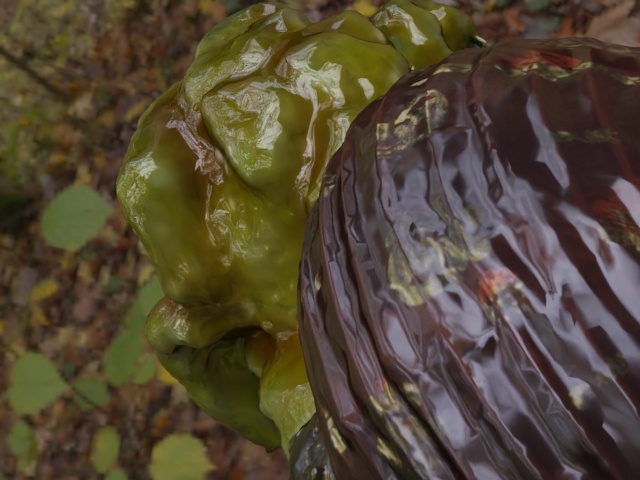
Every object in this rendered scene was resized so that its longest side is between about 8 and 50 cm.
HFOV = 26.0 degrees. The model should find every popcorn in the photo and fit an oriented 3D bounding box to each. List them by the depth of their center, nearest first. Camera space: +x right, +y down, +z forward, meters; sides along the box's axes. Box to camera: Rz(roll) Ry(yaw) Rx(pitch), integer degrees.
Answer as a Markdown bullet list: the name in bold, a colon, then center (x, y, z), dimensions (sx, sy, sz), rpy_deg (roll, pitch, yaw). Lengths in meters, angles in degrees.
- **popcorn**: center (-0.009, 0.002, 0.912), dimensions (0.290, 0.321, 0.326), rpy_deg (38, 131, 8)

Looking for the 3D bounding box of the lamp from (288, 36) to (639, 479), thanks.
- **lamp**: center (0.096, 0.045, 0.446), dimensions (0.247, 0.247, 0.247), rpy_deg (-18, 65, 44)
